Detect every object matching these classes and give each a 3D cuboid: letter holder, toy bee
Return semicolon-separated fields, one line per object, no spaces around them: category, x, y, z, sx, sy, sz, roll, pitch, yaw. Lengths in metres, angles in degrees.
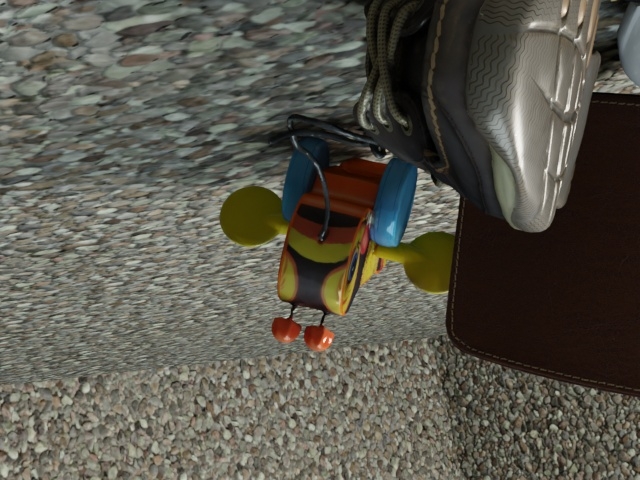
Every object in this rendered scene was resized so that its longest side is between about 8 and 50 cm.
letter holder;0.266;0.007;1.015;0.302;0.214;0.152;7;-179;27
toy bee;0.000;0.000;1.059;0.195;0.162;0.298;15;-179;33

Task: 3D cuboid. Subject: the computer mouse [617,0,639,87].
computer mouse;0.220;-0.121;0.845;0.106;0.042;0.193;25;176;15

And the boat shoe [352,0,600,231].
boat shoe;0.080;-0.077;0.760;0.130;0.132;0.355;13;179;12
